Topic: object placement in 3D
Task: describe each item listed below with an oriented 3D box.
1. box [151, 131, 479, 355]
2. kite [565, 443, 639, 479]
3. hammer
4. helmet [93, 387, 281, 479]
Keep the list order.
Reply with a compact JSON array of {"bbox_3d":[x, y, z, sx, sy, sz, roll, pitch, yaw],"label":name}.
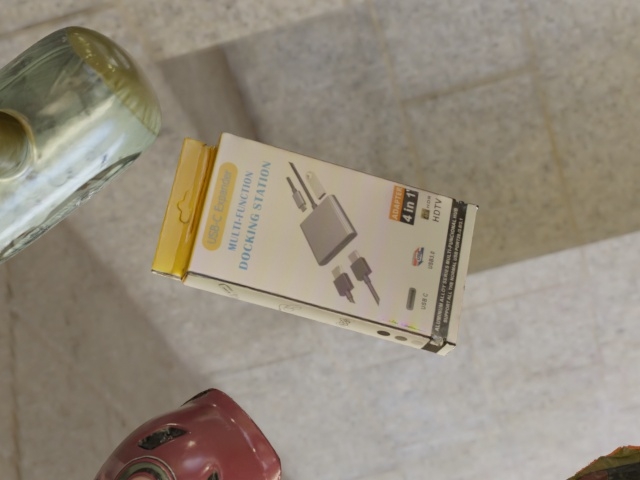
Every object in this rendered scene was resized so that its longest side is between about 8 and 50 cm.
[{"bbox_3d":[0.000,0.000,1.068,0.033,0.247,0.129,126,-23,-64],"label":"box"},{"bbox_3d":[0.267,0.262,1.018,0.013,0.377,0.327,62,-9,-29],"label":"kite"},{"bbox_3d":[-0.217,-0.061,0.855,0.113,0.202,0.305,50,5,2],"label":"hammer"},{"bbox_3d":[-0.178,0.299,1.502,0.154,0.253,0.198,-7,44,-50],"label":"helmet"}]
